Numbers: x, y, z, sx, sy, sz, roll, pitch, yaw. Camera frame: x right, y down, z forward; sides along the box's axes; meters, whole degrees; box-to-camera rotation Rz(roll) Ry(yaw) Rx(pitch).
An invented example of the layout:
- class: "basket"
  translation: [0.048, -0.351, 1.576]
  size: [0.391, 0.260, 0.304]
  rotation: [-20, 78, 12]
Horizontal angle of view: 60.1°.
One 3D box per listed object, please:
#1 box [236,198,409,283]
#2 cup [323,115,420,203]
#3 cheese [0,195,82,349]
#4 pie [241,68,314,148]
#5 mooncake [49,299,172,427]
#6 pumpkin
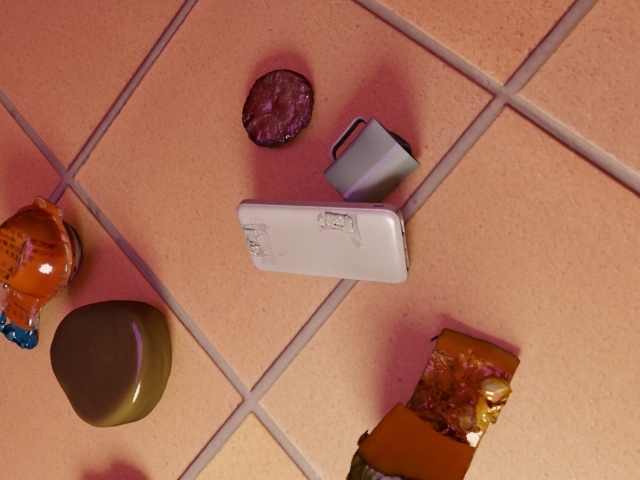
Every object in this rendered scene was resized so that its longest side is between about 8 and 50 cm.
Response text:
- class: "box"
  translation: [0.000, 0.000, 0.902]
  size: [0.285, 0.044, 0.142]
  rotation: [4, 125, 24]
- class: "cup"
  translation: [0.074, -0.133, 0.898]
  size: [0.129, 0.095, 0.128]
  rotation: [-44, 67, 14]
- class: "cheese"
  translation: [-0.607, 0.069, 1.159]
  size: [0.217, 0.129, 0.329]
  rotation: [25, 105, 22]
- class: "pie"
  translation: [-0.079, -0.243, 1.015]
  size: [0.154, 0.036, 0.154]
  rotation: [-4, 81, 24]
- class: "mooncake"
  translation: [-0.380, 0.214, 1.037]
  size: [0.234, 0.117, 0.235]
  rotation: [-4, 80, 21]
- class: "pumpkin"
  translation: [0.150, 0.262, 0.751]
  size: [0.139, 0.190, 0.281]
  rotation: [24, 92, 26]
